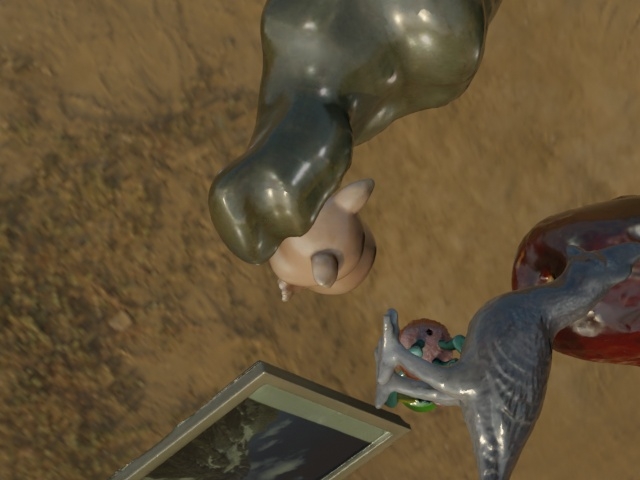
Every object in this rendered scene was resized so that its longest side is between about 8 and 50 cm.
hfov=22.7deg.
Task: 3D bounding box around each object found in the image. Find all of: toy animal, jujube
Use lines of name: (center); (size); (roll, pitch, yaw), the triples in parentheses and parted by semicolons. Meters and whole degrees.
toy animal: (0.007, 0.001, 1.224); (0.089, 0.150, 0.083); (-10, 84, 6)
jujube: (0.358, 0.047, 1.718); (0.318, 0.223, 0.223); (1, 60, -34)
toy animal: (0.140, 0.134, 1.431); (0.206, 0.081, 0.367); (22, 81, 2)
toy animal: (0.116, 0.151, 1.846); (0.103, 0.208, 0.100); (-43, 84, -14)

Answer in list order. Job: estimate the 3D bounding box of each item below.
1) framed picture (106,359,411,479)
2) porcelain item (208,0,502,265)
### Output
framed picture: (-0.079, 0.219, 1.518); (0.281, 0.209, 0.019); (-40, 46, 27)
porcelain item: (0.028, -0.081, 0.502); (0.069, 0.081, 0.215); (20, 56, 25)
